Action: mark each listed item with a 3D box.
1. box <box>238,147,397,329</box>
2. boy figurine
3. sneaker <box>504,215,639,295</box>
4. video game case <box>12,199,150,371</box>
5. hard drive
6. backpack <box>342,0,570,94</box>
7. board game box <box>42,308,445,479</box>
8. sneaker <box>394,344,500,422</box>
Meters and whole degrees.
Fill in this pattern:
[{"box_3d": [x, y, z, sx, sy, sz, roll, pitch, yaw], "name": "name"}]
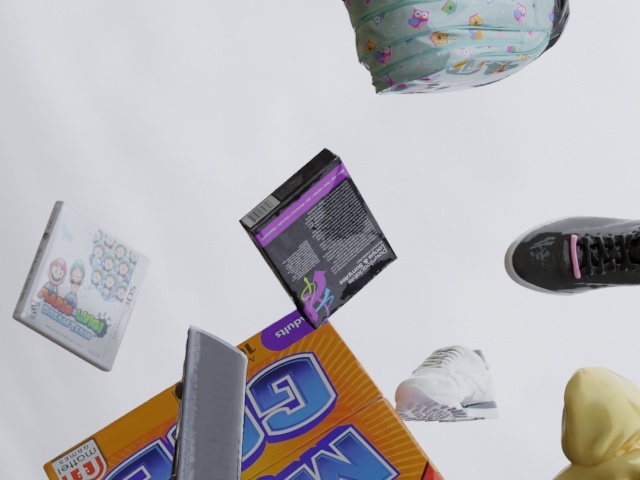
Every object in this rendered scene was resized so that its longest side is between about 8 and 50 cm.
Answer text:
[{"box_3d": [0.000, 0.000, 1.907, 0.029, 0.116, 0.162, 38, -15, 47], "name": "box"}, {"box_3d": [0.268, 0.258, 1.739, 0.177, 0.092, 0.285, -26, -108, 43], "name": "boy figurine"}, {"box_3d": [0.388, 0.011, 2.423, 0.147, 0.295, 0.105, 153, -66, -76], "name": "sneaker"}, {"box_3d": [-0.265, 0.052, 2.141, 0.019, 0.143, 0.157, 3, -23, 39], "name": "video game case"}, {"box_3d": [-0.091, 0.202, 1.415, 0.255, 0.054, 0.172, 101, -7, -47], "name": "hard drive"}, {"box_3d": [0.109, -0.182, 1.589, 0.152, 0.182, 0.115, -29, -105, 43], "name": "backpack"}, {"box_3d": [-0.028, 0.365, 2.110, 0.356, 0.356, 0.356, 53, -7, 45], "name": "board game box"}, {"box_3d": [0.150, 0.176, 2.366, 0.235, 0.090, 0.095, 14, 72, -65], "name": "sneaker"}]
